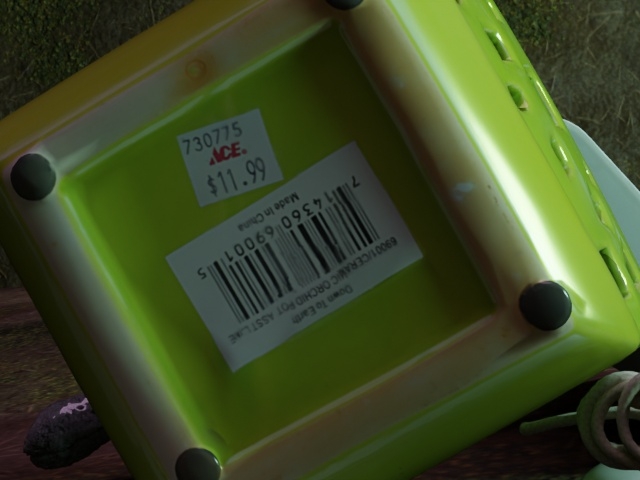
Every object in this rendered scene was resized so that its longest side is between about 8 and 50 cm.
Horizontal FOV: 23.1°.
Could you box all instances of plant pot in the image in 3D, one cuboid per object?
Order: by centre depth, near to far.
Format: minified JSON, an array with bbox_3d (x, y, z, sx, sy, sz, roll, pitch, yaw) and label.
[{"bbox_3d":[0.000,0.000,0.653,0.228,0.227,0.207,-29,-2,8],"label":"plant pot"}]

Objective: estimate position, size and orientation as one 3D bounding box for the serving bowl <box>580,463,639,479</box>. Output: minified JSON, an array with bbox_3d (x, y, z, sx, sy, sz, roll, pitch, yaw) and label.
[{"bbox_3d":[0.152,0.108,0.695,0.083,0.027,0.083,-8,3,0],"label":"serving bowl"}]

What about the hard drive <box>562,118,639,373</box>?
[{"bbox_3d":[0.162,0.016,0.911,0.040,0.203,0.307,-43,5,-1],"label":"hard drive"}]

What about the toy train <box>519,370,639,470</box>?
[{"bbox_3d":[0.155,0.092,0.526,0.248,0.105,0.143,-11,18,34],"label":"toy train"}]

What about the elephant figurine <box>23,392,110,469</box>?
[{"bbox_3d":[-0.022,0.072,0.922,0.169,0.186,0.239,41,40,21],"label":"elephant figurine"}]
